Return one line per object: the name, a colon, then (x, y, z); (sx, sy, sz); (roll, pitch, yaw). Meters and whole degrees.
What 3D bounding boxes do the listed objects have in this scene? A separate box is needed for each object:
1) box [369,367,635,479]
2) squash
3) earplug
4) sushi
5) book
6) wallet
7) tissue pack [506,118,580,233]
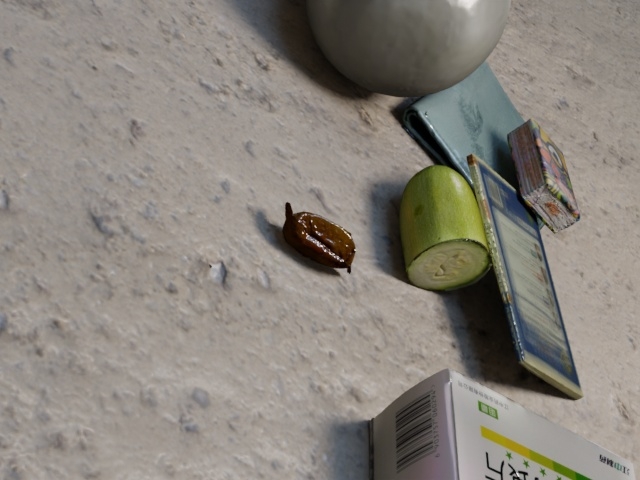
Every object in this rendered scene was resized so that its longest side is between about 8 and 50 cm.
box: (0.223, 0.305, 1.408); (0.333, 0.145, 0.173); (29, 42, -27)
squash: (0.167, -0.031, 1.676); (0.123, 0.123, 0.186); (25, 42, -31)
earplug: (0.134, -0.394, 1.822); (0.313, 0.313, 0.394); (35, 41, -20)
sushi: (0.000, 0.000, 1.520); (0.120, 0.055, 0.052); (27, 86, -18)
book: (0.291, 0.053, 1.738); (0.228, 0.018, 0.322); (32, 42, -52)
wallet: (0.272, -0.141, 1.950); (0.290, 0.054, 0.251); (55, 40, -5)
tissue pack: (0.345, -0.100, 1.890); (0.109, 0.060, 0.148); (39, 33, -38)
